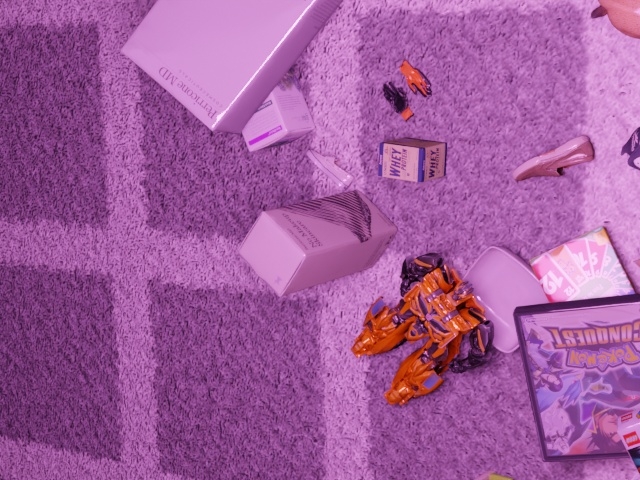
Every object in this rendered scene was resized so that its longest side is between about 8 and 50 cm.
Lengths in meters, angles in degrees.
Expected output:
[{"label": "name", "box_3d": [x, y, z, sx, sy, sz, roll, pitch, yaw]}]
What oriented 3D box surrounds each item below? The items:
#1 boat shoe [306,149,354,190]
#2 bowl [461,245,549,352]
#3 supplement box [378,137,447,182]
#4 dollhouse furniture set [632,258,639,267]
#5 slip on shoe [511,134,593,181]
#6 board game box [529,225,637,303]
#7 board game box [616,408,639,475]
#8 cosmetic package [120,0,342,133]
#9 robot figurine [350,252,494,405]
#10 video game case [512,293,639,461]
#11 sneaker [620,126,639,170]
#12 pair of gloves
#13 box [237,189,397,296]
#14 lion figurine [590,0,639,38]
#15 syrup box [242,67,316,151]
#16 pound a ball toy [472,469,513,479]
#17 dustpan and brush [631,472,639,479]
[{"label": "boat shoe", "box_3d": [0.018, -0.129, 2.161, 0.100, 0.035, 0.035, 43, 93, 24]}, {"label": "bowl", "box_3d": [0.298, 0.090, 2.000, 0.142, 0.053, 0.142, 44, 121, 20]}, {"label": "supplement box", "box_3d": [0.150, -0.132, 2.035, 0.083, 0.083, 0.056, 10, 106, 33]}, {"label": "dollhouse furniture set", "box_3d": [0.499, 0.091, 1.858, 0.081, 0.091, 0.114, -50, 41, 9]}, {"label": "slip on shoe", "box_3d": [0.356, -0.115, 1.921, 0.135, 0.051, 0.041, -27, 82, 27]}, {"label": "board game box", "box_3d": [0.427, 0.120, 1.892, 0.124, 0.039, 0.260, -27, 84, 16]}, {"label": "board game box", "box_3d": [0.598, 0.286, 1.764, 0.305, 0.053, 0.193, -25, 101, 21]}, {"label": "cosmetic package", "box_3d": [-0.115, -0.383, 2.031, 0.217, 0.156, 0.385, 39, 98, 8]}, {"label": "robot figurine", "box_3d": [0.165, 0.150, 2.044, 0.211, 0.085, 0.291, 53, 144, 13]}, {"label": "video game case", "box_3d": [0.439, 0.202, 1.835, 0.274, 0.035, 0.248, -8, 107, 21]}, {"label": "sneaker", "box_3d": [0.475, -0.161, 1.767, 0.153, 0.094, 0.235, -8, 136, 44]}, {"label": "pair of gloves", "box_3d": [0.143, -0.246, 2.061, 0.074, 0.010, 0.083, 51, 125, 13]}, {"label": "box", "box_3d": [0.000, 0.000, 2.047, 0.113, 0.275, 0.094, 45, 121, 19]}, {"label": "lion figurine", "box_3d": [0.503, -0.301, 1.662, 0.392, 0.240, 0.142, 4, 102, 34]}, {"label": "syrup box", "box_3d": [-0.107, -0.280, 2.173, 0.096, 0.093, 0.237, -22, 87, 34]}, {"label": "pound a ball toy", "box_3d": [0.269, 0.548, 2.066, 0.208, 0.135, 0.319, 8, 104, 33]}, {"label": "dustpan and brush", "box_3d": [0.517, 0.311, 1.890, 0.147, 0.060, 0.211, 36, 117, 23]}]
